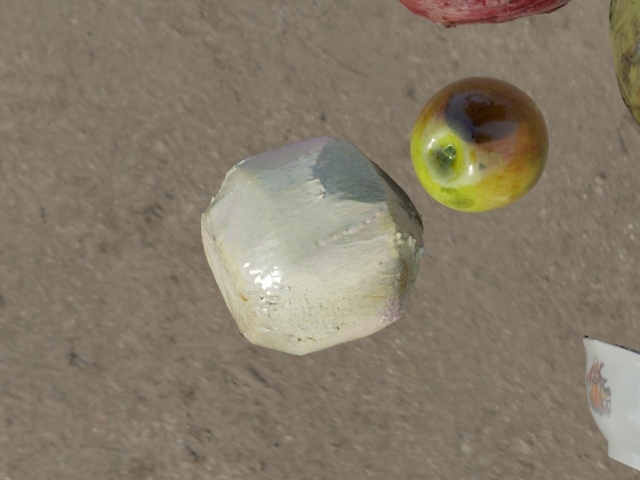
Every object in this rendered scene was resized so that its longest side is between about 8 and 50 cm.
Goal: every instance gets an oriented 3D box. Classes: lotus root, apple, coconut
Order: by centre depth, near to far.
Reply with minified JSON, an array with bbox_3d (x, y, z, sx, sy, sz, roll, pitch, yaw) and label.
[{"bbox_3d":[0.250,-0.132,0.806,0.080,0.089,0.179,-36,50,43],"label":"lotus root"},{"bbox_3d":[0.001,0.001,1.234,0.230,0.227,0.227,-23,65,-13],"label":"coconut"},{"bbox_3d":[0.218,-0.132,1.622,0.195,0.196,0.196,-6,71,19],"label":"apple"}]

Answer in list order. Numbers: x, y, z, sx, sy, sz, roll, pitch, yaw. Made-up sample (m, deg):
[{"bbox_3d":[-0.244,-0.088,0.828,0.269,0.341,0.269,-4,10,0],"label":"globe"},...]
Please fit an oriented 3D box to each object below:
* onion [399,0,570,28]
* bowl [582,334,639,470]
[{"bbox_3d":[0.197,-0.278,1.115,0.283,0.227,0.120,-13,92,25],"label":"onion"},{"bbox_3d":[0.529,0.283,1.739,0.345,0.345,0.157,23,87,25],"label":"bowl"}]
